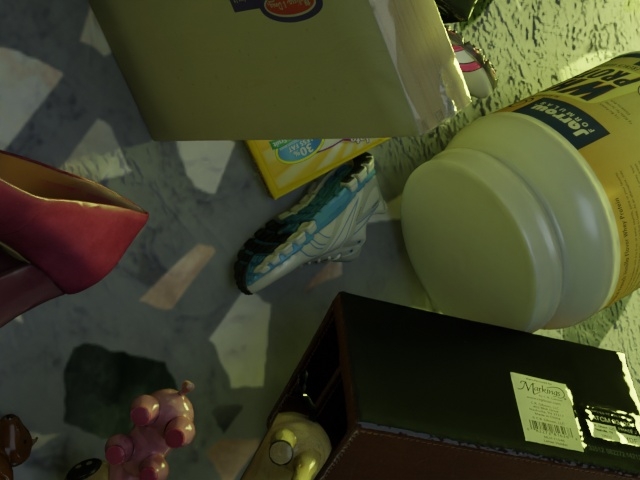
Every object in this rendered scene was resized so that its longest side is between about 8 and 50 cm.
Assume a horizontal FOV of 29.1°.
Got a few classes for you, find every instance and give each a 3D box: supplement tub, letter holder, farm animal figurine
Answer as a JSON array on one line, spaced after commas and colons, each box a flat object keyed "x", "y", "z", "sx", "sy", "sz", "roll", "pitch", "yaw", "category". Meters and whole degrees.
[{"x": 0.261, "y": -0.046, "z": 1.261, "sx": 0.316, "sy": 0.228, "sz": 0.228, "roll": -26, "pitch": 106, "yaw": -29, "category": "supplement tub"}, {"x": 0.120, "y": 0.199, "z": 1.151, "sx": 0.302, "sy": 0.214, "sz": 0.152, "roll": 13, "pitch": 41, "yaw": -19, "category": "letter holder"}, {"x": -0.150, "y": 0.266, "z": 1.033, "sx": 0.330, "sy": 0.172, "sz": 0.327, "roll": -2, "pitch": 96, "yaw": 5, "category": "farm animal figurine"}]

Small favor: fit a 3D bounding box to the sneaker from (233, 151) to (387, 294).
[{"x": 0.000, "y": 0.000, "z": 1.194, "sx": 0.190, "sy": 0.071, "sz": 0.083, "roll": -42, "pitch": 119, "yaw": -23, "category": "sneaker"}]

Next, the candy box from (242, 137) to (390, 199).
[{"x": 0.021, "y": -0.132, "z": 1.187, "sx": 0.206, "sy": 0.027, "sz": 0.105, "roll": -29, "pitch": 112, "yaw": -9, "category": "candy box"}]

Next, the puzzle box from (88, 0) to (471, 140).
[{"x": -0.075, "y": -0.205, "z": 0.930, "sx": 0.052, "sy": 0.409, "sz": 0.272, "roll": -32, "pitch": 110, "yaw": -27, "category": "puzzle box"}]

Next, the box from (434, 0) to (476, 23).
[{"x": 0.112, "y": -0.262, "z": 1.250, "sx": 0.083, "sy": 0.062, "sz": 0.052, "roll": 29, "pitch": 79, "yaw": -30, "category": "box"}]

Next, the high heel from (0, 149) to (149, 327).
[{"x": -0.241, "y": -0.079, "z": 0.921, "sx": 0.181, "sy": 0.127, "sz": 0.377, "roll": -36, "pitch": 154, "yaw": -19, "category": "high heel"}]

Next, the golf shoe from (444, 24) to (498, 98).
[{"x": 0.096, "y": -0.188, "z": 1.248, "sx": 0.186, "sy": 0.067, "sz": 0.086, "roll": 30, "pitch": 92, "yaw": -23, "category": "golf shoe"}]
